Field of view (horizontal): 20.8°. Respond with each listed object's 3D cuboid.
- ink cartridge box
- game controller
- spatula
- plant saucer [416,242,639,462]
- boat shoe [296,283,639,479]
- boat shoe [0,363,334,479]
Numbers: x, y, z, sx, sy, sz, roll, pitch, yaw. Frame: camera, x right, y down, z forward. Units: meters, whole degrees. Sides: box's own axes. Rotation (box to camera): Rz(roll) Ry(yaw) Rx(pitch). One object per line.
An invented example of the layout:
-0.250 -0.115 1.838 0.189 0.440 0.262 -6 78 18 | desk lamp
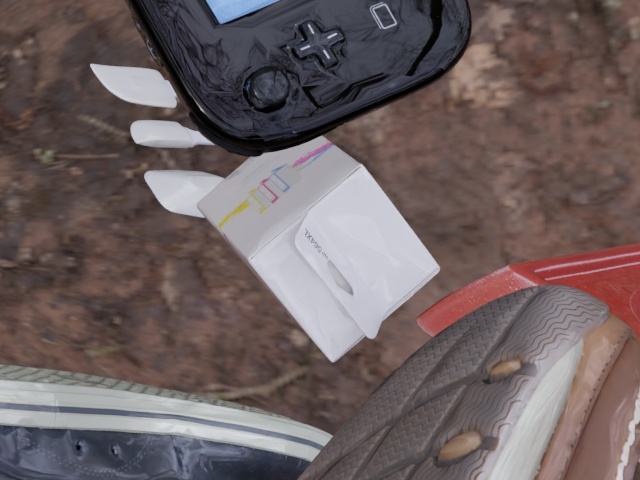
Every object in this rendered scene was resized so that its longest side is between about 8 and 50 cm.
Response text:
0.000 0.000 1.078 0.090 0.143 0.092 -41 115 -3 | ink cartridge box
-0.052 -0.198 0.945 0.166 0.067 0.319 -27 75 -9 | game controller
-0.090 -0.089 1.607 0.242 0.019 0.168 1 49 -50 | spatula
0.224 0.066 0.927 0.259 0.258 0.048 -8 121 -49 | plant saucer
0.019 0.168 0.467 0.116 0.123 0.324 30 76 -18 | boat shoe
-0.167 0.202 1.517 0.500 0.186 0.156 12 86 -46 | boat shoe
